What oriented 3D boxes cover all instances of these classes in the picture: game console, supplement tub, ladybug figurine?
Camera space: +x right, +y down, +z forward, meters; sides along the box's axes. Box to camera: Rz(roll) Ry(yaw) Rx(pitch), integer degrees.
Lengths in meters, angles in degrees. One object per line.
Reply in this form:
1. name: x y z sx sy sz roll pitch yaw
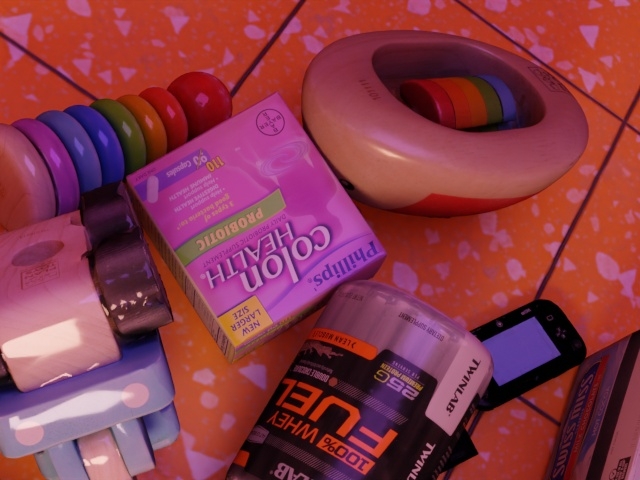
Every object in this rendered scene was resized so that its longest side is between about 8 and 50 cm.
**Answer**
1. game console: 0.183 0.162 1.570 0.361 0.044 0.213 -22 77 -29
2. supplement tub: 0.031 0.230 1.359 0.207 0.207 0.338 32 75 -6
3. ladybug figurine: 0.159 -0.142 1.591 0.449 0.162 0.305 -6 46 -36

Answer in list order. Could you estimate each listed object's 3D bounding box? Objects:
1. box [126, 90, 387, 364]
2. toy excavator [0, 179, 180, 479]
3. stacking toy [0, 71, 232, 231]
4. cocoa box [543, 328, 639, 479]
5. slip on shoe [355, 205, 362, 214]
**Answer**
1. box: -0.080 -0.014 1.468 0.214 0.117 0.243 -31 81 -14
2. toy excavator: -0.219 0.216 1.270 0.222 0.433 0.445 -20 115 -6
3. stacking toy: -0.246 -0.121 1.488 0.330 0.141 0.141 -27 79 -36
4. cocoa box: 0.422 0.306 1.492 0.231 0.228 0.347 30 61 -9
5. slip on shoe: 0.000 0.000 1.562 0.135 0.051 0.041 -25 73 -26
